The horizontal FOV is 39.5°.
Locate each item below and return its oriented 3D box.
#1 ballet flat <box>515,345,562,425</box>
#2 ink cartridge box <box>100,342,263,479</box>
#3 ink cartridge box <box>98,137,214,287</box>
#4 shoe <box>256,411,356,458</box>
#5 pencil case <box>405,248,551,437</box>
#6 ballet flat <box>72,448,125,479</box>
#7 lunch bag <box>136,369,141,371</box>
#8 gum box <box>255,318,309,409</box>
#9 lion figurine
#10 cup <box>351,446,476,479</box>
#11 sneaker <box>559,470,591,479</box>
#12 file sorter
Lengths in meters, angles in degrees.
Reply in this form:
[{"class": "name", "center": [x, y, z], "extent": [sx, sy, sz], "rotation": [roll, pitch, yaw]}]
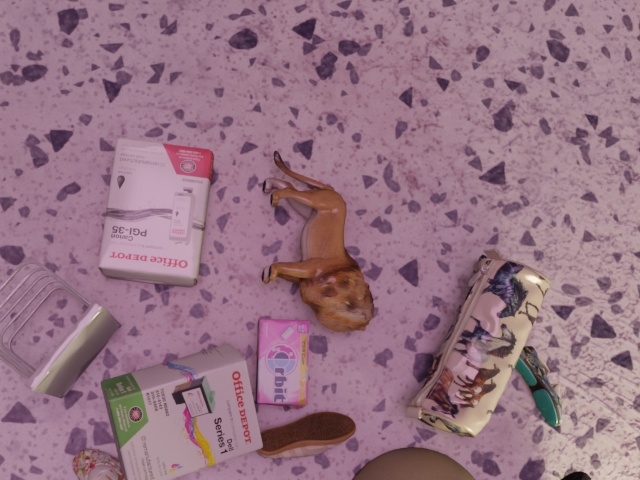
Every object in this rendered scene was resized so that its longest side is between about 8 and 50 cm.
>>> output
[{"class": "ballet flat", "center": [0.493, 0.316, 1.969], "extent": [0.070, 0.070, 0.188], "rotation": [-28, 88, -12]}, {"class": "ink cartridge box", "center": [-0.272, 0.347, 1.774], "extent": [0.278, 0.117, 0.201], "rotation": [-15, 105, -19]}, {"class": "ink cartridge box", "center": [-0.345, -0.056, 1.890], "extent": [0.207, 0.117, 0.283], "rotation": [7, 78, -7]}, {"class": "shoe", "center": [-0.032, 0.415, 1.882], "extent": [0.219, 0.058, 0.076], "rotation": [-8, 50, -14]}, {"class": "pencil case", "center": [0.333, 0.227, 1.909], "extent": [0.183, 0.160, 0.410], "rotation": [33, 76, -18]}, {"class": "ballet flat", "center": [-0.402, 0.509, 1.796], "extent": [0.241, 0.077, 0.091], "rotation": [41, 78, 1]}, {"class": "lunch bag", "center": [-0.358, 0.311, 1.847], "extent": [0.098, 0.065, 0.067], "rotation": [26, 89, -6]}, {"class": "gum box", "center": [-0.081, 0.263, 1.895], "extent": [0.107, 0.062, 0.188], "rotation": [3, 79, -7]}, {"class": "lion figurine", "center": [0.000, 0.000, 1.921], "extent": [0.240, 0.142, 0.392], "rotation": [5, 74, -15]}, {"class": "cup", "center": [0.216, 0.589, 1.787], "extent": [0.331, 0.237, 0.331], "rotation": [2, 80, -8]}, {"class": "sneaker", "center": [0.528, 0.642, 1.900], "extent": [0.162, 0.106, 0.281], "rotation": [36, 87, -5]}, {"class": "file sorter", "center": [-0.532, 0.173, 1.743], "extent": [0.173, 0.278, 0.193], "rotation": [37, 77, 4]}]
